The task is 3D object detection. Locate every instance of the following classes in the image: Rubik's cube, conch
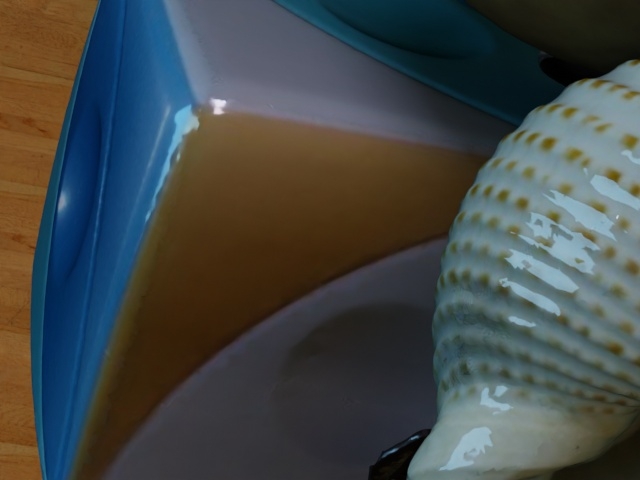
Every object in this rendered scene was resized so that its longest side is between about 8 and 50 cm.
[{"bbox_3d":[0.000,0.000,1.158,0.351,0.347,0.352,-112,38,-59],"label":"Rubik's cube"},{"bbox_3d":[0.178,0.086,0.770,0.303,0.215,0.319,43,119,28],"label":"conch"}]

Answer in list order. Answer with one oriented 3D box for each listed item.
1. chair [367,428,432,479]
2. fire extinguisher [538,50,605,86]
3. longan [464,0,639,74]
[{"bbox_3d":[0.129,0.173,0.891,0.084,0.212,0.101,122,152,-48],"label":"chair"},{"bbox_3d":[0.208,-0.215,1.026,0.075,0.106,0.252,20,83,30],"label":"fire extinguisher"},{"bbox_3d":[0.174,-0.229,0.846,0.319,0.319,0.319,-170,90,-72],"label":"longan"}]
